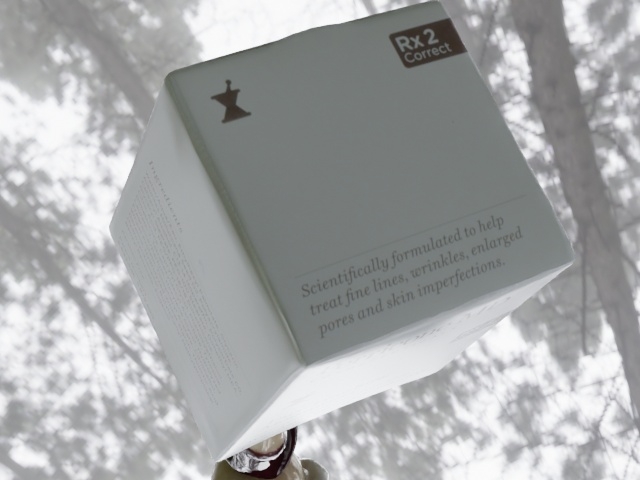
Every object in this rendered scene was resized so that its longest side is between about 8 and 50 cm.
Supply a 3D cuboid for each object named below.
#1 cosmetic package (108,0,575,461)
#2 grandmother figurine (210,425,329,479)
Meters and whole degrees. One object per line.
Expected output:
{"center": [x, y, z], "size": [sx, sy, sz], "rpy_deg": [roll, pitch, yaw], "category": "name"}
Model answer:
{"center": [0.000, 0.000, 0.666], "size": [0.151, 0.183, 0.151], "rpy_deg": [-20, -104, -24], "category": "cosmetic package"}
{"center": [-0.050, 0.079, 0.904], "size": [0.104, 0.342, 0.208], "rpy_deg": [0, -154, 7], "category": "grandmother figurine"}
